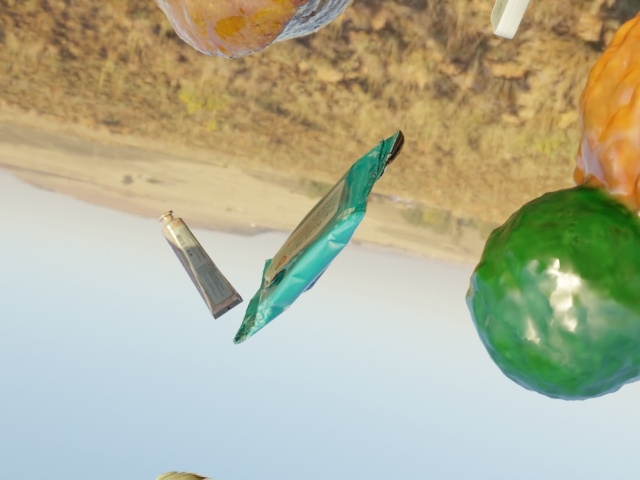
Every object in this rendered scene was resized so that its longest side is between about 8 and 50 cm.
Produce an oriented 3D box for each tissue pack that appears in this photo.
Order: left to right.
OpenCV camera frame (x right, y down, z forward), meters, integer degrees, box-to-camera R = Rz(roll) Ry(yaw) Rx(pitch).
[{"bbox_3d":[0.000,0.000,0.482,0.028,0.138,0.085,34,-144,-9],"label":"tissue pack"}]

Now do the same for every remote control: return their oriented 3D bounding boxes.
[{"bbox_3d":[0.288,-0.397,1.088,0.034,0.250,0.103,18,-149,-3],"label":"remote control"}]

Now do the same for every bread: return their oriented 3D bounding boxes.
[{"bbox_3d":[-0.069,-0.352,0.883,0.312,0.312,0.172,12,-164,42],"label":"bread"}]

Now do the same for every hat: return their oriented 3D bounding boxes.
[{"bbox_3d":[0.263,-0.073,0.549,0.400,0.285,0.285,-25,175,7],"label":"hat"}]

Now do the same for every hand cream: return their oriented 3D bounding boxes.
[{"bbox_3d":[-0.221,0.039,1.472,0.067,0.209,0.043,-33,178,-32],"label":"hand cream"}]

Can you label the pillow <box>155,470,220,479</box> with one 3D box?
[{"bbox_3d":[-0.094,0.268,0.688,0.078,0.134,0.181,8,168,-37],"label":"pillow"}]
